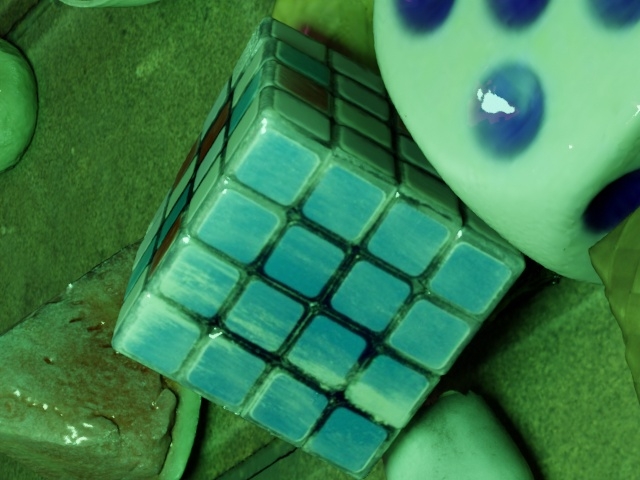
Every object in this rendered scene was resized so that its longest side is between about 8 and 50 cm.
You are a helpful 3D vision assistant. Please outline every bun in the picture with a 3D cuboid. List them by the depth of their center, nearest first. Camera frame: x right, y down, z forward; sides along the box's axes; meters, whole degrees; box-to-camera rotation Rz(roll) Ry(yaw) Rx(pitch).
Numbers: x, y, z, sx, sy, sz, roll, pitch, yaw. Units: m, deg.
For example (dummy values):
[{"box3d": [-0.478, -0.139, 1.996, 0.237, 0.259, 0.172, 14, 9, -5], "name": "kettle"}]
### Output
[{"box3d": [-0.440, -0.166, 2.093, 0.195, 0.118, 0.195, -6, 82, 42], "name": "bun"}]

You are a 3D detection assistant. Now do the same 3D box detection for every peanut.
[{"box3d": [-0.025, -0.114, 1.644, 0.147, 0.147, 0.319, 24, 105, 45], "name": "peanut"}]

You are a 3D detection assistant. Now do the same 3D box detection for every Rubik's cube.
[{"box3d": [0.000, 0.001, 1.460, 0.256, 0.259, 0.253, -57, 14, 23], "name": "Rubik's cube"}]

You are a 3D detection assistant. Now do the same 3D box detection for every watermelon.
[{"box3d": [-0.281, 0.164, 1.816, 0.250, 0.292, 0.283, 119, 139, -63], "name": "watermelon"}]

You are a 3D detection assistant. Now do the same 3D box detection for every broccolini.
[{"box3d": [0.176, 0.049, 1.504, 0.035, 0.030, 0.140, 41, 126, 0], "name": "broccolini"}]

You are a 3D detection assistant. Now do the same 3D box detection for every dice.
[{"box3d": [0.232, -0.168, 1.290, 0.304, 0.277, 0.304, -48, 53, 28], "name": "dice"}]

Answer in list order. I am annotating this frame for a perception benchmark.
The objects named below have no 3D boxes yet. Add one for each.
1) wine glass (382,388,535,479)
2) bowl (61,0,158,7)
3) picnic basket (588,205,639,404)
[{"box3d": [0.140, 0.255, 1.444, 0.126, 0.126, 0.241, -41, 61, 35], "name": "wine glass"}, {"box3d": [-0.189, -0.376, 1.836, 0.277, 0.145, 0.277, -6, 82, 44], "name": "bowl"}, {"box3d": [0.363, 0.085, 1.112, 0.254, 0.291, 0.321, -48, 42, 30], "name": "picnic basket"}]
